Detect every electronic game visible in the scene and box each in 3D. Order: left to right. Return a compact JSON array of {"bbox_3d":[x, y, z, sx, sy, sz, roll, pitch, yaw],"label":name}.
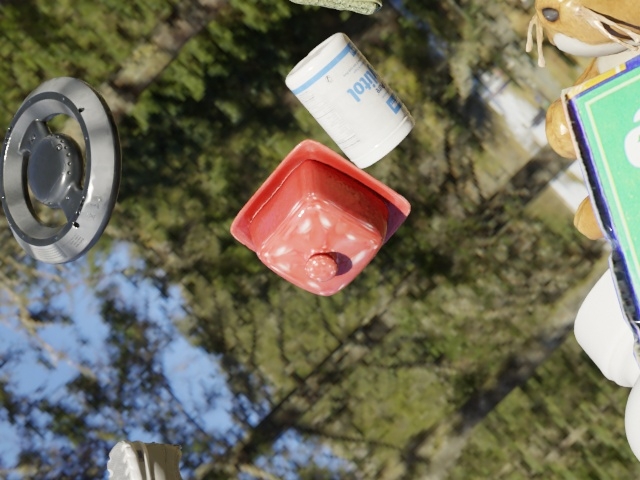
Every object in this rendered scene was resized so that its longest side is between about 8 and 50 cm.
[{"bbox_3d":[-0.320,-0.085,1.336,0.048,0.229,0.229,4,-143,-49],"label":"electronic game"}]

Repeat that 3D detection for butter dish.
[{"bbox_3d":[0.000,0.000,1.204,0.160,0.160,0.118,32,-151,-20],"label":"butter dish"}]

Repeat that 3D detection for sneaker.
[{"bbox_3d":[-0.200,0.401,1.492,0.115,0.105,0.281,-2,-113,-35],"label":"sneaker"}]

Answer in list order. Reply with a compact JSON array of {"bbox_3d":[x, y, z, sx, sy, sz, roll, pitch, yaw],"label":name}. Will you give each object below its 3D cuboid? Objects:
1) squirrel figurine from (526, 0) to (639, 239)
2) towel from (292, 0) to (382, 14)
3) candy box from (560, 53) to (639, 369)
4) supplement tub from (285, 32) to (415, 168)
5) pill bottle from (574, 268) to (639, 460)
[{"bbox_3d":[0.401,-0.226,1.161,0.370,0.397,0.281,55,170,-20],"label":"squirrel figurine"},{"bbox_3d":[0.000,-0.332,1.389,0.148,0.027,0.110,0,-131,-30],"label":"towel"},{"bbox_3d":[0.279,-0.023,0.314,0.268,0.317,0.122,19,-128,-47],"label":"candy box"},{"bbox_3d":[0.027,-0.126,0.987,0.107,0.071,0.071,48,-175,-13],"label":"supplement tub"},{"bbox_3d":[0.299,0.128,0.675,0.301,0.169,0.169,53,-171,33],"label":"pill bottle"}]
